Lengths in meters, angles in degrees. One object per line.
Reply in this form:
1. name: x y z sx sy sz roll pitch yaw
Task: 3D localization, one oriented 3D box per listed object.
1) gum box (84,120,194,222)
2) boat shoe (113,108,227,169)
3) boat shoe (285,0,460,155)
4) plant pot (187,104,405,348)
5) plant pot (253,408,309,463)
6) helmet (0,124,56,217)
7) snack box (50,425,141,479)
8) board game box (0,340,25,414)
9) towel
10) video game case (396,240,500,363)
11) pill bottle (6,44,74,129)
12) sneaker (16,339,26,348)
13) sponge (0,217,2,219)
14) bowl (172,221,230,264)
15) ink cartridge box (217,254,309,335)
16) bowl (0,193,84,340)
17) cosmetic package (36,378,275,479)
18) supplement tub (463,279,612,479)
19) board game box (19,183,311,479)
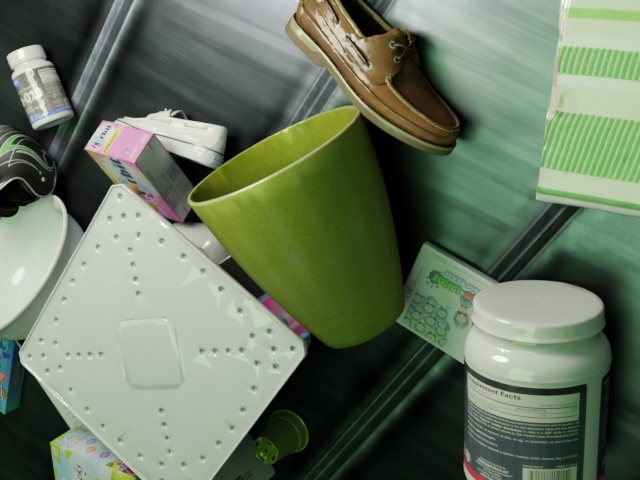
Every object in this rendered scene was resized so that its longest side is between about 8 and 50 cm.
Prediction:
1. gum box: -0.289 -0.109 1.426 0.107 0.062 0.188 16 156 28
2. boat shoe: -0.245 -0.180 1.434 0.226 0.083 0.076 19 88 23
3. boat shoe: 0.082 -0.244 1.183 0.307 0.111 0.104 42 123 12
4. plant pot: 0.000 0.000 1.247 0.275 0.275 0.293 -17 110 34
5. plant pot: -0.076 0.347 1.496 0.083 0.079 0.083 11 111 29
6. helmet: -0.582 -0.127 1.565 0.169 0.161 0.169 -15 64 35
7. snack box: -0.373 0.443 1.519 0.207 0.070 0.174 11 113 31
8. board game box: -0.709 0.248 1.863 0.160 0.047 0.210 28 119 20
9. towel: 0.403 -0.186 1.058 0.248 0.038 0.325 13 111 26
10. video game case: 0.196 0.098 1.286 0.157 0.019 0.143 31 120 18
11. pill bottle: -0.504 -0.274 1.545 0.078 0.078 0.137 -19 96 34
12. sneaker: -0.545 0.224 1.730 0.271 0.100 0.108 58 153 10
13. sponge: -0.668 0.033 1.738 0.117 0.031 0.210 9 117 -14
14. bowl: -0.217 0.043 1.496 0.142 0.053 0.142 6 108 29
15. ink cartridge box: -0.170 0.148 1.406 0.371 0.069 0.176 -35 87 10
16. bowl: -0.528 0.071 1.606 0.298 0.298 0.134 -16 141 34
17. cosmetic package: -0.318 0.319 1.582 0.230 0.161 0.453 -38 85 35
18. supplement tub: 0.289 0.208 1.163 0.191 0.191 0.272 7 109 29
19. board game box: -0.255 0.171 1.353 0.390 0.050 0.390 40 115 10
